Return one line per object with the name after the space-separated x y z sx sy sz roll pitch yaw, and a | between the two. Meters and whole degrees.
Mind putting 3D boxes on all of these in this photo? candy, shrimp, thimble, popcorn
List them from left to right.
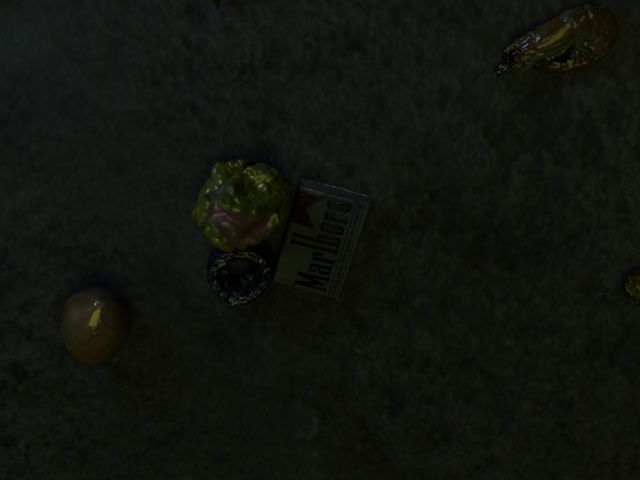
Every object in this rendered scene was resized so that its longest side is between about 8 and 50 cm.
-0.125 0.044 1.565 0.095 0.066 0.104 35 111 -17 | thimble
-0.116 -0.053 1.483 0.145 0.126 0.126 -50 124 -5 | popcorn
0.328 -0.268 1.407 0.180 0.041 0.099 -22 130 11 | shrimp
0.560 0.034 1.555 0.201 0.060 0.060 -38 111 12 | candy

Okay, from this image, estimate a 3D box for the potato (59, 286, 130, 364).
-0.363 0.134 1.600 0.112 0.112 0.147 11 125 -4 | potato

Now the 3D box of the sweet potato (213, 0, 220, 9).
-0.216 -0.417 1.324 0.067 0.067 0.274 -37 113 19 | sweet potato

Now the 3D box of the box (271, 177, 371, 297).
0.000 0.000 1.554 0.115 0.036 0.177 14 118 -5 | box
